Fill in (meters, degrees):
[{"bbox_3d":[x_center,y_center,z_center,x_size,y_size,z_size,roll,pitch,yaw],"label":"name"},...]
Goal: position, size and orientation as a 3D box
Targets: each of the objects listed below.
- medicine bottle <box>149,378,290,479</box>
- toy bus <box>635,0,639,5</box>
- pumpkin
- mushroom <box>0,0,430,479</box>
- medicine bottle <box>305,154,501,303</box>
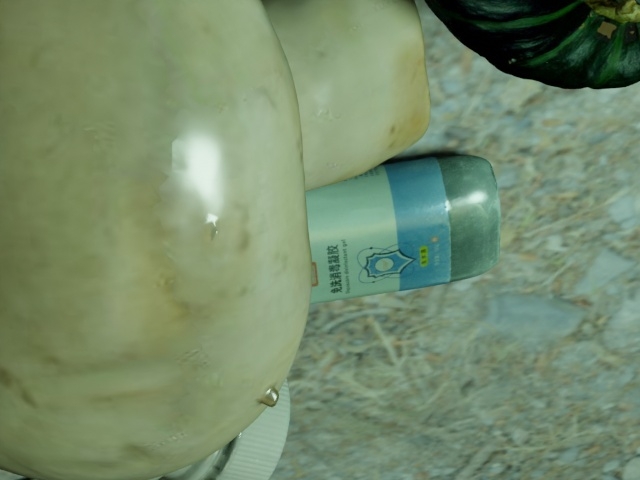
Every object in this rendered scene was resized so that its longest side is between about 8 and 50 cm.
[{"bbox_3d":[-0.113,0.098,1.156,0.168,0.105,0.105,17,134,-32],"label":"medicine bottle"},{"bbox_3d":[0.132,-0.202,0.716,0.147,0.256,0.128,-47,-175,-14],"label":"toy bus"},{"bbox_3d":[0.132,-0.155,0.870,0.202,0.140,0.202,-7,140,-6],"label":"pumpkin"},{"bbox_3d":[-0.092,-0.046,0.891,0.290,0.292,0.292,-26,159,-44],"label":"mushroom"},{"bbox_3d":[0.000,0.000,1.102,0.208,0.054,0.090,-9,143,-4],"label":"medicine bottle"}]
